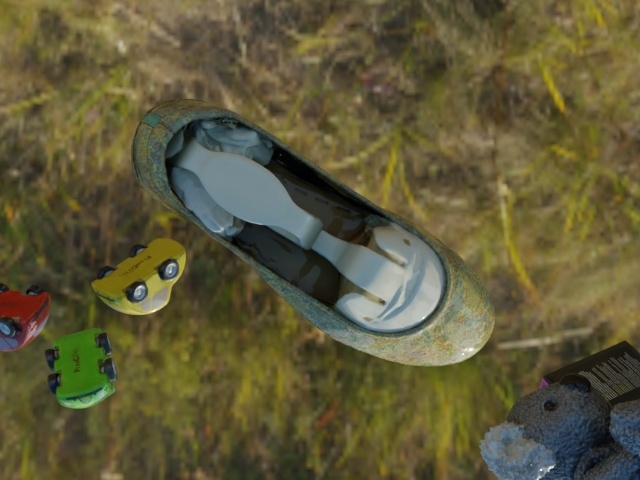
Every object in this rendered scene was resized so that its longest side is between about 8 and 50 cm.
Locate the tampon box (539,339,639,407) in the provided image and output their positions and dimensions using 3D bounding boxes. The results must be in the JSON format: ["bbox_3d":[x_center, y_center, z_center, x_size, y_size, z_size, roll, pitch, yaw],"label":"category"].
[{"bbox_3d":[0.381,0.232,2.039,0.161,0.101,0.120,-18,134,-30],"label":"tampon box"}]

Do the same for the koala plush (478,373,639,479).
[{"bbox_3d":[0.296,0.223,1.608,0.221,0.196,0.203,9,110,25],"label":"koala plush"}]

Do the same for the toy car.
[{"bbox_3d":[-0.232,0.097,1.433,0.239,0.225,0.053,-16,123,-3],"label":"toy car"}]

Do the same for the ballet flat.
[{"bbox_3d":[0.000,0.000,1.209,0.348,0.123,0.123,33,135,-9],"label":"ballet flat"}]
